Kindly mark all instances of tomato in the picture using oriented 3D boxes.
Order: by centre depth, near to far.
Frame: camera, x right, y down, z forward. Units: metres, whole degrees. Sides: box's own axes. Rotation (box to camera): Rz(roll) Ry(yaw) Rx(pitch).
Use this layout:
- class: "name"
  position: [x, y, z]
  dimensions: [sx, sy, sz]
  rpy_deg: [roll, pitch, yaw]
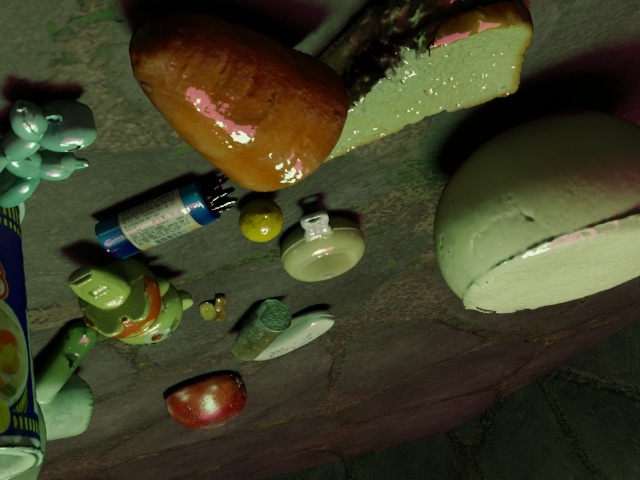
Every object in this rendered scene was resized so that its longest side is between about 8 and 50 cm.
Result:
- class: "tomato"
  position: [-0.242, 0.359, 2.328]
  dimensions: [0.173, 0.099, 0.189]
  rpy_deg: [-22, 162, 4]

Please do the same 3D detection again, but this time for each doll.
- class: "doll"
  position: [-0.307, -0.098, 1.123]
  dimensions: [0.158, 0.059, 0.159]
  rpy_deg: [-19, 159, 5]

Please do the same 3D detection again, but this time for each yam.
- class: "yam"
  position: [-0.113, 0.166, 1.986]
  dimensions: [0.068, 0.068, 0.169]
  rpy_deg: [-7, 158, -30]

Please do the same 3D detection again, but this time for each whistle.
- class: "whistle"
  position: [-0.283, 0.090, 1.570]
  dimensions: [0.131, 0.106, 0.288]
  rpy_deg: [-28, 160, 6]

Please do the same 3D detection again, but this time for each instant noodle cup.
- class: "instant noodle cup"
  position: [-0.438, 0.120, 1.204]
  dimensions: [0.284, 0.312, 0.284]
  rpy_deg: [-16, 160, -6]

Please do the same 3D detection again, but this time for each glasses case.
- class: "glasses case"
  position: [-0.060, 0.187, 2.111]
  dimensions: [0.197, 0.049, 0.076]
  rpy_deg: [-29, 158, 25]

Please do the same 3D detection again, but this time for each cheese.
- class: "cheese"
  position: [0.000, 0.000, 1.657]
  dimensions: [0.137, 0.064, 0.227]
  rpy_deg: [-20, 159, -2]

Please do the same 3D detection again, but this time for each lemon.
- class: "lemon"
  position: [-0.084, -0.028, 1.507]
  dimensions: [0.062, 0.062, 0.083]
  rpy_deg: [-12, 172, -19]

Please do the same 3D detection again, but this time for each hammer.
- class: "hammer"
  position: [-0.451, 0.238, 1.827]
  dimensions: [0.206, 0.119, 0.335]
  rpy_deg: [-5, 149, -39]

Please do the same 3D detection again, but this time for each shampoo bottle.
- class: "shampoo bottle"
  position: [-0.198, -0.032, 1.407]
  dimensions: [0.183, 0.050, 0.087]
  rpy_deg: [-22, 158, 9]

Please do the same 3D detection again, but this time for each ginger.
- class: "ginger"
  position: [-0.184, 0.124, 1.861]
  dimensions: [0.048, 0.030, 0.097]
  rpy_deg: [-16, 159, -12]

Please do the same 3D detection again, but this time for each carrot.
- class: "carrot"
  position: [-0.098, -0.160, 1.066]
  dimensions: [0.159, 0.159, 0.225]
  rpy_deg: [-28, 145, 23]

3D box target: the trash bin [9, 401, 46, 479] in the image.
- class: "trash bin"
  position: [-0.637, 0.306, 1.583]
  dimensions: [0.280, 0.280, 0.432]
  rpy_deg: [-26, 162, 19]

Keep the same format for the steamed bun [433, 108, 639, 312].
- class: "steamed bun"
  position: [0.335, -0.054, 1.551]
  dimensions: [0.374, 0.241, 0.374]
  rpy_deg: [-14, 163, -4]

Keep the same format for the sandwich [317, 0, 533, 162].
- class: "sandwich"
  position: [0.085, -0.196, 1.163]
  dimensions: [0.288, 0.100, 0.254]
  rpy_deg: [-20, 167, 3]
